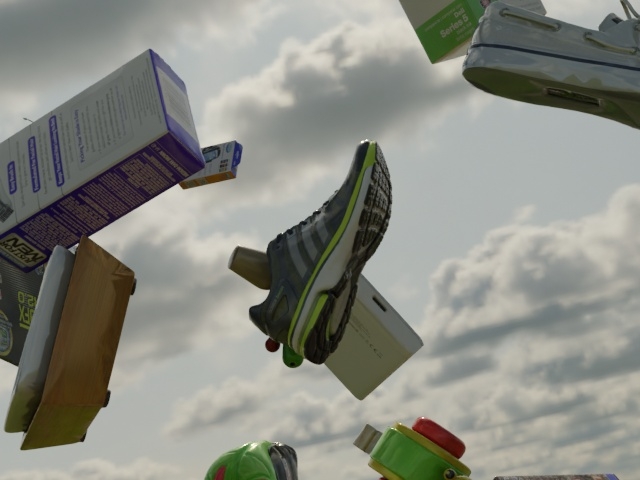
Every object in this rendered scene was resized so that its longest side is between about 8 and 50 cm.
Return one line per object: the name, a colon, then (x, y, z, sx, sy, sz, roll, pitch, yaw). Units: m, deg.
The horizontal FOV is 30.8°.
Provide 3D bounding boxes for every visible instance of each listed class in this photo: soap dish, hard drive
soap dish: (-0.341, 0.151, 1.571, 0.118, 0.229, 0.291, 15, -25, -14)
hard drive: (0.067, 0.190, 2.392, 0.047, 0.233, 0.353, -40, -7, -26)

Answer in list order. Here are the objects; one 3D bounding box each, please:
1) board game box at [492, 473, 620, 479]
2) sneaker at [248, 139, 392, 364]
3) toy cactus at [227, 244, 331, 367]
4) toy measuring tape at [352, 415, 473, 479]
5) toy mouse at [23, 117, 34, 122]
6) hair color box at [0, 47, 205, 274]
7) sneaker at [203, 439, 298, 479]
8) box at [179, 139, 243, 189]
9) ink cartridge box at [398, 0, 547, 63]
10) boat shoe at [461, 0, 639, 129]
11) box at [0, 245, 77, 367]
board game box: (0.395, 0.534, 1.992, 0.291, 0.141, 0.232, 6, -62, -33)
sneaker: (0.000, 0.000, 1.473, 0.121, 0.300, 0.111, 17, -18, 23)
toy cactus: (-0.038, 0.055, 1.557, 0.180, 0.219, 0.112, 25, -11, -17)
toy measuring tape: (0.091, 0.259, 1.423, 0.121, 0.121, 0.330, -6, 8, -22)
toy mouse: (-0.459, -0.183, 2.056, 0.143, 0.031, 0.161, 37, -16, -14)
hair color box: (-0.348, -0.116, 1.734, 0.338, 0.185, 0.110, -28, -40, 13)
sneaker: (-0.079, 0.552, 1.885, 0.185, 0.483, 0.202, 10, 16, 27)
box: (-0.211, -0.150, 2.283, 0.136, 0.081, 0.028, -9, -38, 21)
ink cartridge box: (0.203, -0.432, 1.807, 0.198, 0.273, 0.114, -23, -5, -45)
boat shoe: (0.370, -0.233, 1.438, 0.367, 0.156, 0.136, 14, -11, 16)
box: (-0.453, 0.104, 1.869, 0.270, 0.216, 0.060, 14, 19, 43)
